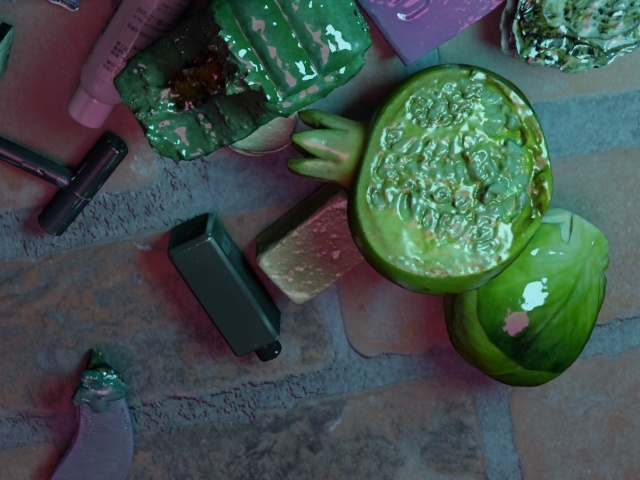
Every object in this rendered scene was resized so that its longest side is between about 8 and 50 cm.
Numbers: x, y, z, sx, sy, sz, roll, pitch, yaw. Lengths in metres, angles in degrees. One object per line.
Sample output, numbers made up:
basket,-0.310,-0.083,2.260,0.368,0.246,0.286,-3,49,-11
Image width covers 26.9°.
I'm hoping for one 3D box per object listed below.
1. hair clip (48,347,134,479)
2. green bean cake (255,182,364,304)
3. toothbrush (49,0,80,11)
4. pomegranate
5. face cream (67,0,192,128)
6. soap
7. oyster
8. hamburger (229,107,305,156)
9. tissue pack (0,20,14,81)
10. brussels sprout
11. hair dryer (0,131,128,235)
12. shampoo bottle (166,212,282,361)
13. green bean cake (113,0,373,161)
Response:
hair clip,-0.362,0.324,2.140,0.095,0.110,0.359,33,128,28
green bean cake,0.000,0.000,1.946,0.179,0.085,0.109,-38,111,18
toothbrush,-0.454,-0.383,1.763,0.304,0.030,0.030,28,116,-13
pomegranate,0.133,-0.091,1.821,0.358,0.216,0.310,15,94,7
face cream,-0.256,-0.265,1.797,0.082,0.082,0.269,31,115,-16
soap,0.111,-0.376,1.736,0.181,0.081,0.259,-31,115,16
oyster,0.360,-0.322,1.741,0.267,0.112,0.198,-17,125,-10
hamburger,-0.089,-0.179,1.858,0.133,0.062,0.140,24,114,-14
tissue pack,-0.504,-0.263,1.786,0.170,0.103,0.090,13,112,-8
brussels sprout,0.300,0.077,1.932,0.219,0.210,0.271,30,100,-21
hair dryer,-0.397,-0.123,1.901,0.195,0.050,0.173,38,110,-16
shampoo bottle,-0.133,0.079,1.994,0.079,0.080,0.246,-25,116,15
green bean cake,-0.095,-0.219,1.654,0.308,0.300,0.169,-30,96,5
